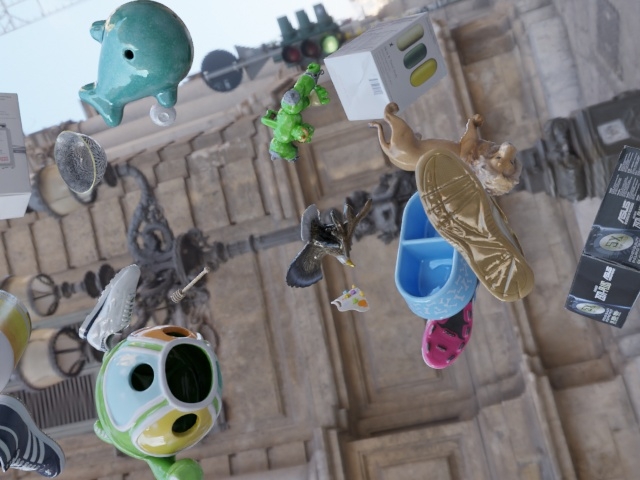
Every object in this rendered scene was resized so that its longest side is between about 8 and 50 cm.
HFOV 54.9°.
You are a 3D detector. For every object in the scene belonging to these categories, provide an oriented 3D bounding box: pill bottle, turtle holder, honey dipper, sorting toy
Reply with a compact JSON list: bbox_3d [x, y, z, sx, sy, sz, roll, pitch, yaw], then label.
[{"bbox_3d":[-0.455,0.142,0.805,0.215,0.117,0.117,-151,41,-71],"label":"pill bottle"},{"bbox_3d":[-0.311,0.316,1.201,0.243,0.227,0.320,31,-130,-24],"label":"turtle holder"},{"bbox_3d":[-0.396,0.135,1.895,0.030,0.160,0.030,44,-161,-19],"label":"honey dipper"},{"bbox_3d":[0.068,0.151,1.543,0.083,0.075,0.045,36,143,56],"label":"sorting toy"}]

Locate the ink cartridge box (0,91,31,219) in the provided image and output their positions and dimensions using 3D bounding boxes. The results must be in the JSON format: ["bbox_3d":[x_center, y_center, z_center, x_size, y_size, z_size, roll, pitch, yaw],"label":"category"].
[{"bbox_3d":[-0.844,-0.215,1.611,0.117,0.207,0.283,-6,-102,-33],"label":"ink cartridge box"}]

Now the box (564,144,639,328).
[{"bbox_3d":[0.390,-0.003,0.796,0.180,0.077,0.147,-59,-25,-23],"label":"box"}]

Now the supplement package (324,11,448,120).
[{"bbox_3d":[0.193,-0.503,1.787,0.262,0.198,0.199,-41,-60,-28],"label":"supplement package"}]

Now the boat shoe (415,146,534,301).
[{"bbox_3d":[0.153,-0.017,0.622,0.170,0.063,0.059,59,-161,-1],"label":"boat shoe"}]

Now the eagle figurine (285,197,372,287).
[{"bbox_3d":[0.006,0.010,1.748,0.226,0.298,0.225,-20,-88,-33],"label":"eagle figurine"}]

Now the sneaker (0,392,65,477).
[{"bbox_3d":[-0.700,0.501,1.418,0.153,0.099,0.282,-86,-17,-54],"label":"sneaker"}]

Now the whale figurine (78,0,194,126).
[{"bbox_3d":[-0.373,-0.335,1.197,0.216,0.272,0.141,46,-158,-13],"label":"whale figurine"}]

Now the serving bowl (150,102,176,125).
[{"bbox_3d":[-0.506,-0.403,1.985,0.027,0.083,0.083,-109,-6,-50],"label":"serving bowl"}]

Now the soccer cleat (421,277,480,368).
[{"bbox_3d":[0.355,0.187,1.661,0.143,0.116,0.331,101,-169,-79],"label":"soccer cleat"}]

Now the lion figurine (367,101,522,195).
[{"bbox_3d":[0.286,-0.212,1.497,0.240,0.392,0.142,-70,-22,-43],"label":"lion figurine"}]

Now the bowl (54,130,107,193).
[{"bbox_3d":[-0.631,-0.217,1.660,0.080,0.170,0.170,-28,-76,-52],"label":"bowl"}]

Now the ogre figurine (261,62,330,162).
[{"bbox_3d":[-0.051,-0.227,1.171,0.097,0.197,0.118,42,-143,-1],"label":"ogre figurine"}]

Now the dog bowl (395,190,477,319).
[{"bbox_3d":[0.240,0.012,1.286,0.074,0.165,0.297,35,-122,-45],"label":"dog bowl"}]

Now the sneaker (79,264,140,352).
[{"bbox_3d":[-0.519,0.173,1.587,0.235,0.094,0.090,-60,-12,3],"label":"sneaker"}]
